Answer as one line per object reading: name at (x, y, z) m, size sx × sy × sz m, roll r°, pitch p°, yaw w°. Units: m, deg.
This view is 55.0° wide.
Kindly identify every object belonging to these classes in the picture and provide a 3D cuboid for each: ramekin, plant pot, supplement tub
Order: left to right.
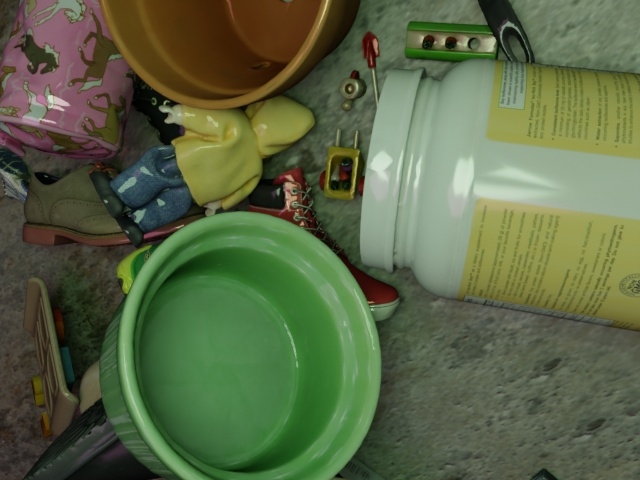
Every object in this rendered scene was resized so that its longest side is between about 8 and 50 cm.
ramekin at (-0.094, 0.133, 0.693) m, size 0.148 × 0.303 × 0.303 m, roll -30°, pitch 90°, yaw 50°
plant pot at (-0.078, -0.305, 0.710) m, size 0.291 × 0.203 × 0.290 m, roll 7°, pitch 107°, yaw 23°
supplement tub at (0.220, -0.047, 0.597) m, size 0.332 × 0.241 × 0.240 m, roll 10°, pitch 108°, yaw 12°

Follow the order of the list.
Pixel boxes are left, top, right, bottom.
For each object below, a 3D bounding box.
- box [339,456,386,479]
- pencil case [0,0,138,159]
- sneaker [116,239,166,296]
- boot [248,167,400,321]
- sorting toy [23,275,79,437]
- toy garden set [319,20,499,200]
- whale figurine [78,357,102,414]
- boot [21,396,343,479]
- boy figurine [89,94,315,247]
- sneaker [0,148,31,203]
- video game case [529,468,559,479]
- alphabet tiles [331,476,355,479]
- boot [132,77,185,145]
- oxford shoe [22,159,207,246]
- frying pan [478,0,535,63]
box at (-0.066, 0.435, 0.989) m, size 0.232 × 0.058 × 0.321 m, roll 33°, pitch 113°, yaw 13°
pencil case at (-0.302, -0.292, 0.773) m, size 0.167 × 0.160 × 0.385 m, roll 0°, pitch 80°, yaw 51°
sneaker at (-0.174, 0.125, 0.915) m, size 0.124 × 0.109 × 0.295 m, roll -38°, pitch 105°, yaw -7°
boot at (0.000, 0.000, 0.826) m, size 0.245 × 0.088 × 0.176 m, roll 17°, pitch 109°, yaw 23°
sorting toy at (-0.475, 0.227, 1.084) m, size 0.229 × 0.041 × 0.307 m, roll 64°, pitch 144°, yaw 21°
toy garden set at (0.098, -0.143, 0.760) m, size 0.204 × 0.049 × 0.244 m, roll 11°, pitch 108°, yaw 22°
whale figurine at (-0.243, 0.264, 0.980) m, size 0.272 × 0.141 × 0.216 m, roll 16°, pitch 114°, yaw 14°
boot at (-0.144, 0.385, 0.858) m, size 0.367 × 0.146 × 0.445 m, roll -36°, pitch 102°, yaw 19°
boy figurine at (-0.142, -0.111, 0.779) m, size 0.285 × 0.177 × 0.092 m, roll -34°, pitch 48°, yaw -9°
sneaker at (-0.528, -0.101, 1.058) m, size 0.135 × 0.052 × 0.058 m, roll 45°, pitch 121°, yaw 8°
video game case at (0.296, 0.465, 0.849) m, size 0.196 × 0.026 × 0.274 m, roll 40°, pitch 117°, yaw 10°
alphabet tiles at (-0.033, 0.419, 0.771) m, size 0.278 × 0.021 × 0.283 m, roll 9°, pitch 104°, yaw 1°
boot at (-0.227, -0.159, 0.885) m, size 0.237 × 0.085 × 0.178 m, roll 3°, pitch 108°, yaw 24°
oxford shoe at (-0.327, -0.059, 0.940) m, size 0.349 × 0.123 × 0.130 m, roll 0°, pitch 96°, yaw 22°
frying pan at (0.167, -0.359, 0.669) m, size 0.326 × 0.053 × 0.197 m, roll 42°, pitch 116°, yaw 7°
